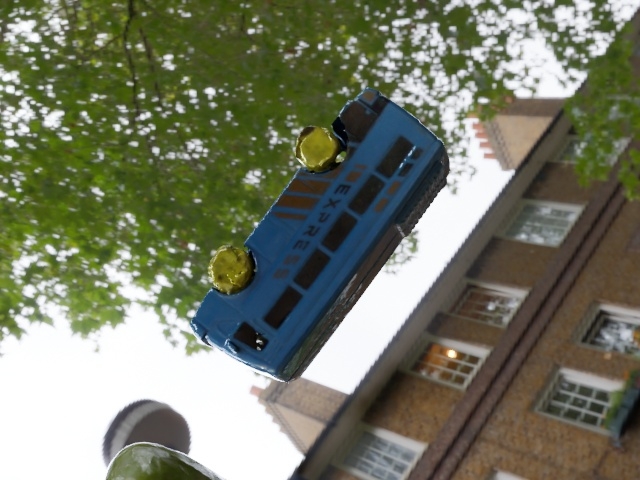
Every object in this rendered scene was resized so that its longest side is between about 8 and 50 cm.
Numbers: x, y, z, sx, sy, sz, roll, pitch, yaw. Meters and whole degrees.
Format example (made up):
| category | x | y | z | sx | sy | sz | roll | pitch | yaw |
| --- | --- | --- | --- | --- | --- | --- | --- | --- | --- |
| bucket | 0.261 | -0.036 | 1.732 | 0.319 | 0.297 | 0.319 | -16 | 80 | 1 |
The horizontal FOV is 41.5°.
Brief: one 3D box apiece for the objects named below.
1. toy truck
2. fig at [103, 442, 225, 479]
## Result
| category | x | y | z | sx | sy | sz | roll | pitch | yaw |
| --- | --- | --- | --- | --- | --- | --- | --- | --- | --- |
| toy truck | 0.000 | 0.000 | 1.074 | 0.385 | 0.162 | 0.161 | -53 | -17 | -3 |
| fig | -0.191 | 0.438 | 1.232 | 0.233 | 0.314 | 0.233 | -60 | -12 | -21 |
